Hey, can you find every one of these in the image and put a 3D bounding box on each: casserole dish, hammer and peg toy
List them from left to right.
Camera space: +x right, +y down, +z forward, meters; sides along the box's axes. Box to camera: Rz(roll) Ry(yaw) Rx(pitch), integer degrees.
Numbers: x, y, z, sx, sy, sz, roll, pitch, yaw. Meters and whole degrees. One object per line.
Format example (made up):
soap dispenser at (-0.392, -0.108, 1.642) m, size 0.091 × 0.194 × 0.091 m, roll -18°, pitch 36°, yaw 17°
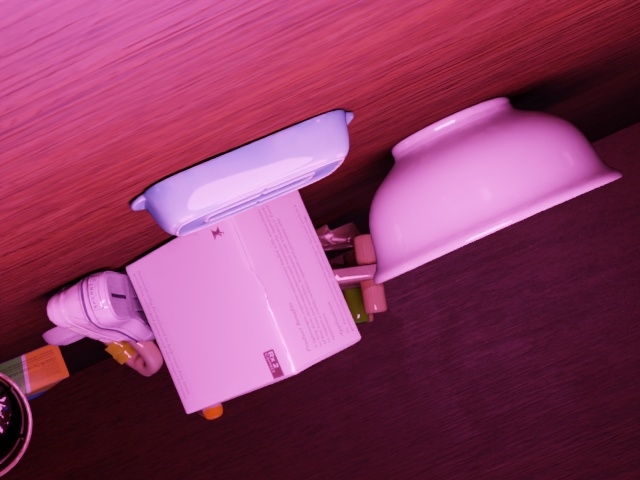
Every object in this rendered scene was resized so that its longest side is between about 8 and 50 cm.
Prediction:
casserole dish at (-0.054, -0.048, 0.839) m, size 0.188 × 0.037 × 0.114 m, roll -24°, pitch 177°, yaw -11°
hammer and peg toy at (-0.029, 0.090, 1.803) m, size 0.265 × 0.127 × 0.361 m, roll -7°, pitch 171°, yaw -6°

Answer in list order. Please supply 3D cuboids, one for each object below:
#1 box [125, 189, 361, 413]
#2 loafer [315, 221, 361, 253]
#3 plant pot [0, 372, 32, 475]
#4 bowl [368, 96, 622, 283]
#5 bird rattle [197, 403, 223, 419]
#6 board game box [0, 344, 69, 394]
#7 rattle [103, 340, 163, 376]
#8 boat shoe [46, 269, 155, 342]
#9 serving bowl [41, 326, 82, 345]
box at (-0.084, 0.066, 1.154) m, size 0.182 × 0.181 × 0.119 m, roll -26°, pitch 175°, yaw 40°
loafer at (0.000, 0.000, 1.845) m, size 0.148 × 0.050 × 0.056 m, roll -8°, pitch 171°, yaw -3°
plant pot at (-0.511, 0.262, 1.587) m, size 0.167 × 0.167 × 0.165 m, roll -23°, pitch -176°, yaw -16°
bowl at (0.168, -0.069, 1.193) m, size 0.297 × 0.134 × 0.298 m, roll -24°, pitch 177°, yaw -1°
bird rattle at (-0.234, 0.208, 1.888) m, size 0.143 × 0.207 × 0.253 m, roll -18°, pitch -167°, yaw -27°
board game box at (-0.590, 0.273, 1.889) m, size 0.242 × 0.064 × 0.316 m, roll -22°, pitch 176°, yaw -27°
rattle at (-0.273, 0.120, 1.688) m, size 0.142 × 0.130 × 0.200 m, roll -34°, pitch 154°, yaw -23°
boat shoe at (-0.238, 0.071, 1.207) m, size 0.075 × 0.083 × 0.226 m, roll -12°, pitch 166°, yaw 6°
serving bowl at (-0.367, 0.135, 1.594) m, size 0.083 × 0.027 × 0.083 m, roll -25°, pitch 177°, yaw -1°
